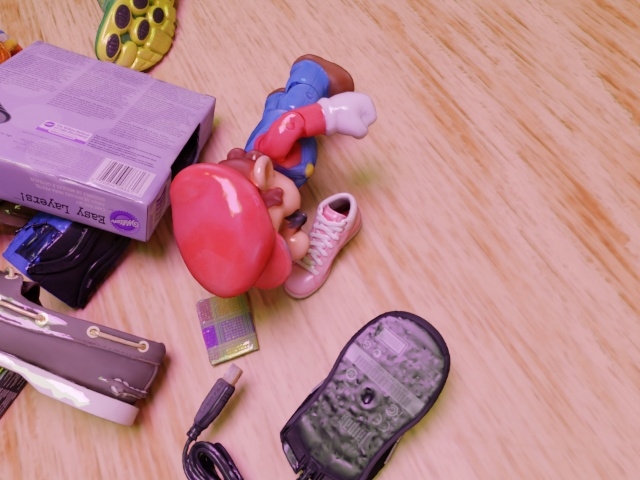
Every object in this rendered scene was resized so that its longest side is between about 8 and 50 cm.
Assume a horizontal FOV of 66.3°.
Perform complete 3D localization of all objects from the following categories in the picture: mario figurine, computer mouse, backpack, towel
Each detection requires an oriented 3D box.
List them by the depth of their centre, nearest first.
[{"bbox_3d":[-0.008,0.163,0.478,0.184,0.060,0.262,33,81,19],"label":"computer mouse"},{"bbox_3d":[-0.038,-0.061,0.548,0.170,0.198,0.321,13,50,10],"label":"mario figurine"},{"bbox_3d":[-0.106,0.095,0.556,0.060,0.009,0.083,-19,60,-4],"label":"towel"},{"bbox_3d":[-0.302,-0.001,0.589,0.101,0.098,0.120,28,69,25],"label":"backpack"}]

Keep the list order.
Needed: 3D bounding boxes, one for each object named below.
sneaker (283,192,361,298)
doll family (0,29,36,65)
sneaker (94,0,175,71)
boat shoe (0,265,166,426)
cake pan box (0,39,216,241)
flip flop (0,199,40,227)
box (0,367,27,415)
[{"bbox_3d":[0.000,0.000,0.561,0.051,0.070,0.134,32,70,19],"label":"sneaker"},{"bbox_3d":[-0.574,-0.268,0.766,0.163,0.118,0.263,39,72,25],"label":"doll family"},{"bbox_3d":[-0.315,-0.389,0.824,0.123,0.109,0.296,-12,58,28],"label":"sneaker"},{"bbox_3d":[-0.308,0.083,0.495,0.304,0.109,0.091,28,65,-5],"label":"boat shoe"},{"bbox_3d":[-0.280,-0.133,0.597,0.266,0.070,0.246,16,45,-6],"label":"cake pan box"},{"bbox_3d":[-0.393,-0.040,0.628,0.277,0.112,0.080,-29,102,-22],"label":"flip flop"},{"bbox_3d":[-0.428,0.146,0.555,0.184,0.045,0.191,21,65,16],"label":"box"}]
